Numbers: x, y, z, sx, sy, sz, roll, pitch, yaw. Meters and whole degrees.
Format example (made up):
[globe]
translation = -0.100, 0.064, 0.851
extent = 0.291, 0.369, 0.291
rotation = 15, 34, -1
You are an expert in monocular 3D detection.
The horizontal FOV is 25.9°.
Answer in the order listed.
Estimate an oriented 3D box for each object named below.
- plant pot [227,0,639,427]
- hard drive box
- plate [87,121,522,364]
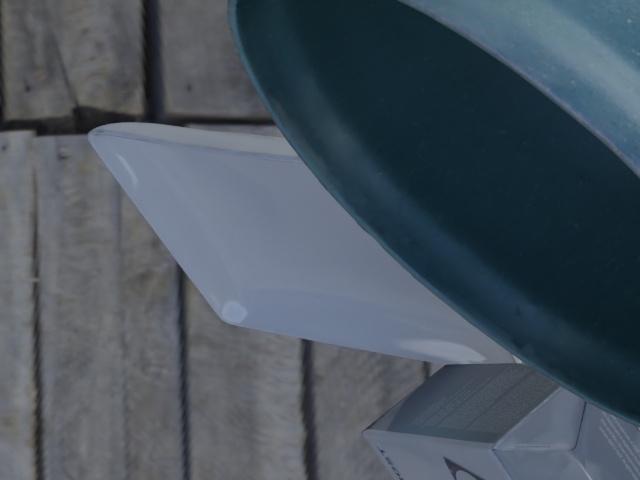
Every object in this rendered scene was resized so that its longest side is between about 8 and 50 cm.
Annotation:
[plant pot]
translation = 0.132, -0.077, 0.611
extent = 0.196, 0.293, 0.293
rotation = -48, 113, -13
[hard drive box]
translation = 0.147, 0.177, 0.927
extent = 0.089, 0.232, 0.181
rotation = -37, 95, -17
[plate]
translation = 0.000, 0.000, 1.036
extent = 0.045, 0.277, 0.278
rotation = -67, 149, -25
